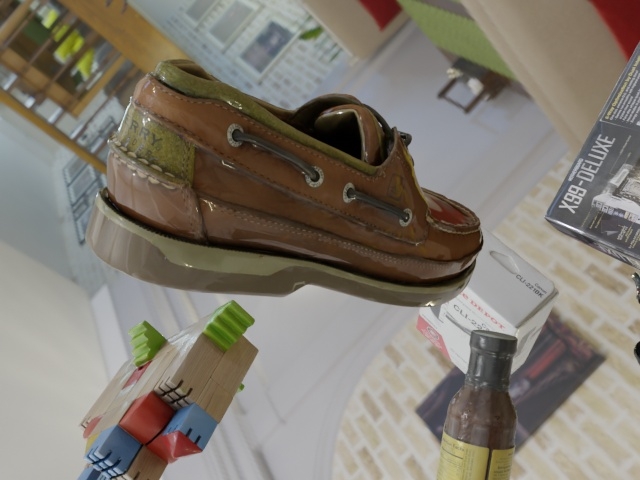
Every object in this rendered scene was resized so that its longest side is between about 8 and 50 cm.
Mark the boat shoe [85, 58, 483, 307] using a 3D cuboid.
[{"bbox_3d":[0.019,-0.029,0.437,0.110,0.104,0.307,32,-161,35],"label":"boat shoe"}]

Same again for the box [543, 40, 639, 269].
[{"bbox_3d":[0.405,-0.102,0.729,0.076,0.307,0.242,23,-175,-45],"label":"box"}]

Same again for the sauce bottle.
[{"bbox_3d":[0.238,0.309,1.100,0.111,0.344,0.111,10,-178,0],"label":"sauce bottle"}]

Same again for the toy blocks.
[{"bbox_3d":[-0.262,0.272,1.115,0.191,0.381,0.261,46,-138,-16],"label":"toy blocks"}]

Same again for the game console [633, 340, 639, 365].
[{"bbox_3d":[0.671,0.179,1.139,0.213,0.361,0.044,-119,25,-54],"label":"game console"}]

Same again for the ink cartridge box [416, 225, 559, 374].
[{"bbox_3d":[0.291,0.127,1.324,0.197,0.114,0.273,43,155,26],"label":"ink cartridge box"}]

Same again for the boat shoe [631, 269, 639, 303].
[{"bbox_3d":[0.602,0.099,1.353,0.049,0.042,0.133,36,-157,-17],"label":"boat shoe"}]
